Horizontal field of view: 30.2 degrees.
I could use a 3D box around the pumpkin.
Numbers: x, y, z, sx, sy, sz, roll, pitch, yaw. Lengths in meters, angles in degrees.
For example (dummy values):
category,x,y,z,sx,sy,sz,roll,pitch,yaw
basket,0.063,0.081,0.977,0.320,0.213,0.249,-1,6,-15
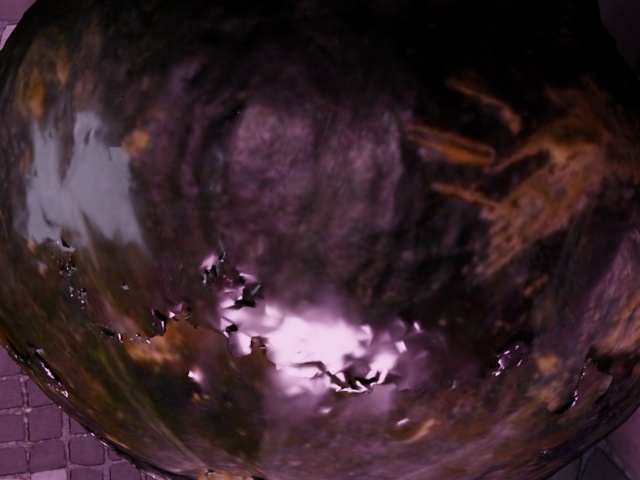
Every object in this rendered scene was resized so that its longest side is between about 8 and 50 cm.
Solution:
category,x,y,z,sx,sy,sz,roll,pitch,yaw
pumpkin,0.000,0.000,0.731,0.454,0.454,0.344,119,159,-62
